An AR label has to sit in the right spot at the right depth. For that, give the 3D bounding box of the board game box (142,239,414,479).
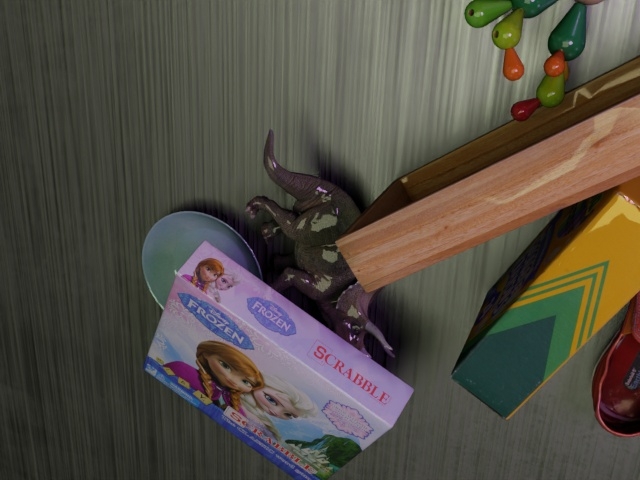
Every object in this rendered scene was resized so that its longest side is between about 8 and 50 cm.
[{"bbox_3d":[-0.077,0.186,1.100,0.318,0.066,0.318,35,144,3],"label":"board game box"}]

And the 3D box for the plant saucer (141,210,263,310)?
[{"bbox_3d":[-0.162,0.043,1.162,0.195,0.037,0.195,9,116,19],"label":"plant saucer"}]

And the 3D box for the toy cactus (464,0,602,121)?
[{"bbox_3d":[0.236,-0.247,0.832,0.180,0.112,0.219,-18,87,6],"label":"toy cactus"}]

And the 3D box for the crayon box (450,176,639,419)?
[{"bbox_3d":[0.280,0.018,0.864,0.083,0.203,0.323,38,121,4],"label":"crayon box"}]

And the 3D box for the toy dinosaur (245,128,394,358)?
[{"bbox_3d":[0.000,0.000,1.047,0.160,0.121,0.314,-7,106,13],"label":"toy dinosaur"}]

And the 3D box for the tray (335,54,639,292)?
[{"bbox_3d":[0.228,-0.084,0.834,0.411,0.203,0.076,-27,100,32],"label":"tray"}]

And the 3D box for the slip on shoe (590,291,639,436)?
[{"bbox_3d":[0.392,0.087,0.908,0.123,0.101,0.331,24,119,14],"label":"slip on shoe"}]
